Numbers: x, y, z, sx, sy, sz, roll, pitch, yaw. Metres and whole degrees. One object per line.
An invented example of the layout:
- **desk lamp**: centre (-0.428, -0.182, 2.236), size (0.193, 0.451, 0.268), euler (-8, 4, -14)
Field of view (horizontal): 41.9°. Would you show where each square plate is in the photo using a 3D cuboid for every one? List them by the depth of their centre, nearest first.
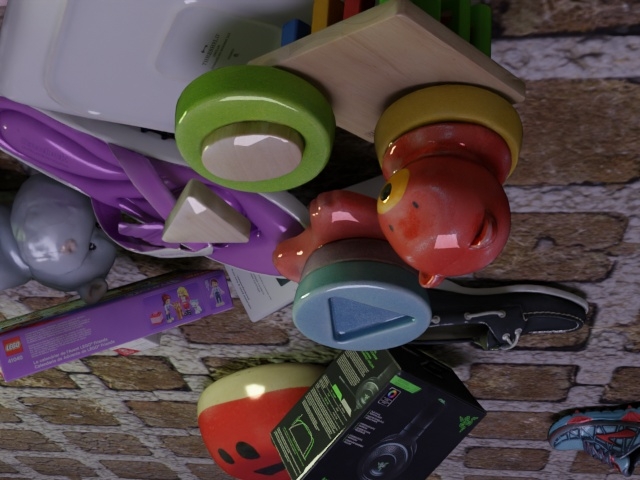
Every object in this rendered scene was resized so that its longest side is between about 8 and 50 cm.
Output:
- **square plate**: centre (-0.085, -0.181, 0.717), size (0.344, 0.049, 0.347), euler (9, 150, -24)

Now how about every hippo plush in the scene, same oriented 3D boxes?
- **hippo plush**: centre (-0.379, 0.028, 1.022), size (0.237, 0.234, 0.294), euler (5, 150, 2)

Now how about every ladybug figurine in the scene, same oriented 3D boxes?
- **ladybug figurine**: centre (-0.082, 0.366, 1.633), size (0.305, 0.162, 0.449), euler (18, 148, -21)

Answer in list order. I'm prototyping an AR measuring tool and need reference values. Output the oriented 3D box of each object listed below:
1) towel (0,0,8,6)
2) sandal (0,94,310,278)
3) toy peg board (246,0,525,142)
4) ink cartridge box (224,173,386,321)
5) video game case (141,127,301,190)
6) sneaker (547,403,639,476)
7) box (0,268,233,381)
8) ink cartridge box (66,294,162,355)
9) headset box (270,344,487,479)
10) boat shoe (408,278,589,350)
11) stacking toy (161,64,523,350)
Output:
- **towel**: centre (-0.319, -0.301, 0.623), size (0.317, 0.053, 0.332), euler (-2, 149, 13)
- **sandal**: centre (-0.196, -0.040, 0.895), size (0.416, 0.102, 0.169), euler (24, 147, 6)
- **toy peg board**: centre (0.054, -0.156, 0.671), size (0.161, 0.079, 0.161), euler (-11, 158, 43)
- **ink cartridge box**: centre (0.007, 0.007, 1.003), size (0.153, 0.087, 0.208), euler (-22, 174, -44)
- **video game case**: centre (-0.125, -0.124, 0.928), size (0.212, 0.023, 0.193), euler (5, 150, 1)
- **sneaker**: centre (0.561, 0.391, 1.611), size (0.262, 0.125, 0.104), euler (-18, 142, 34)
- **box**: centre (-0.286, 0.103, 1.106), size (0.293, 0.057, 0.201), euler (-17, -175, -25)
- **ink cartridge box**: centre (-0.343, 0.136, 1.380), size (0.099, 0.056, 0.135), euler (-20, 142, 38)
- **headset box**: centre (0.105, 0.303, 1.414), size (0.246, 0.131, 0.283), euler (33, 103, -38)
- **boat shoe**: centre (0.240, 0.119, 1.223), size (0.302, 0.091, 0.114), euler (2, 150, 5)
- **stacking toy**: centre (0.000, 0.000, 0.712), size (0.279, 0.130, 0.309), euler (11, 146, -11)
